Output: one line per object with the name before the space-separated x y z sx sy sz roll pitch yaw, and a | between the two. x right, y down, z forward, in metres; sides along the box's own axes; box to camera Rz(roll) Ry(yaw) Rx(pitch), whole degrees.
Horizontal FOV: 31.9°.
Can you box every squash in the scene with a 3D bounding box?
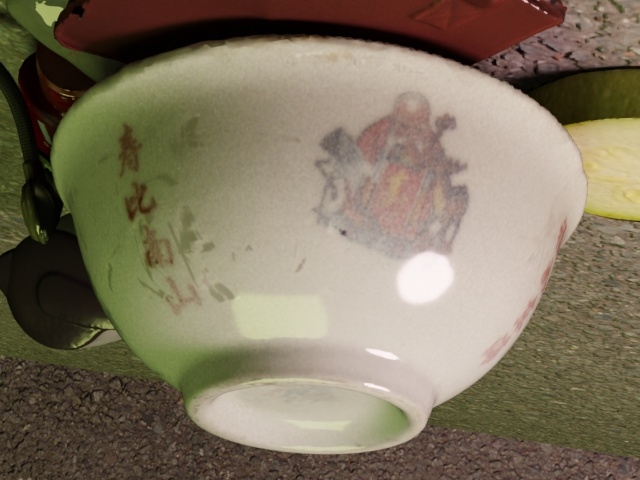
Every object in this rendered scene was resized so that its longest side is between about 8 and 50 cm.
squash | 0.291 -0.072 0.956 0.252 0.048 0.252 9 163 3

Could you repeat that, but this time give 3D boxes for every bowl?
bowl | -0.005 0.049 0.873 0.435 0.196 0.435 2 153 1

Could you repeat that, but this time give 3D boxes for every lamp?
lamp | -0.343 -0.117 1.043 0.283 0.124 0.203 31 173 -7

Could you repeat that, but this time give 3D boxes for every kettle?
kettle | -0.217 0.042 1.273 0.221 0.161 0.236 20 -164 18

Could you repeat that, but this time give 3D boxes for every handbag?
handbag | -0.017 -0.171 0.748 0.260 0.084 0.275 17 159 -35

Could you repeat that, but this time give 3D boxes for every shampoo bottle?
shampoo bottle | -0.236 -0.116 1.104 0.118 0.076 0.314 28 161 -3

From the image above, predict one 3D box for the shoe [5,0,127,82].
shoe | -0.166 -0.163 0.917 0.195 0.078 0.079 9 164 -3
